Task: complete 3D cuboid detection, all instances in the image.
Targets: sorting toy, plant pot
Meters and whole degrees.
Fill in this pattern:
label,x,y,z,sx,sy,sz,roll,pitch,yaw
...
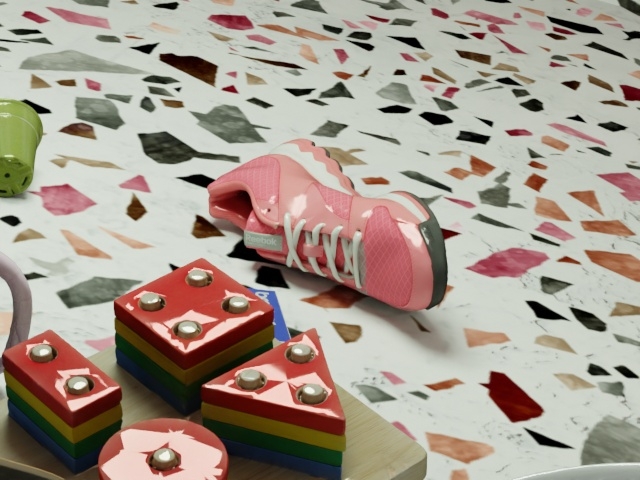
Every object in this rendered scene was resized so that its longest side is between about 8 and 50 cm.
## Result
label,x,y,z,sx,sy,sz,roll,pitch,yaw
sorting toy,-0.097,0.131,1.228,0.257,0.089,0.255,-26,44,-34
plant pot,-0.318,-0.087,1.691,0.083,0.083,0.079,4,39,-19

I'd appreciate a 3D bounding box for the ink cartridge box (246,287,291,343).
label,x,y,z,sx,sy,sz,roll,pitch,yaw
ink cartridge box,-0.072,0.106,1.419,0.097,0.046,0.207,6,26,-14

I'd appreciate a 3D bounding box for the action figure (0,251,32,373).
label,x,y,z,sx,sy,sz,roll,pitch,yaw
action figure,-0.416,-0.029,1.247,0.370,0.248,0.276,38,36,19

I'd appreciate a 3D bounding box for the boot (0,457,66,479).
label,x,y,z,sx,sy,sz,roll,pitch,yaw
boot,-0.305,0.168,1.115,0.305,0.112,0.115,5,15,-12

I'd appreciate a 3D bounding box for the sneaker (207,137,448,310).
label,x,y,z,sx,sy,sz,roll,pitch,yaw
sneaker,0.000,0.000,1.643,0.136,0.116,0.314,-17,30,-31

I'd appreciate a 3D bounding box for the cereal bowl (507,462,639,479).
label,x,y,z,sx,sy,sz,roll,pitch,yaw
cereal bowl,0.159,0.278,0.990,0.339,0.141,0.339,-12,22,5
